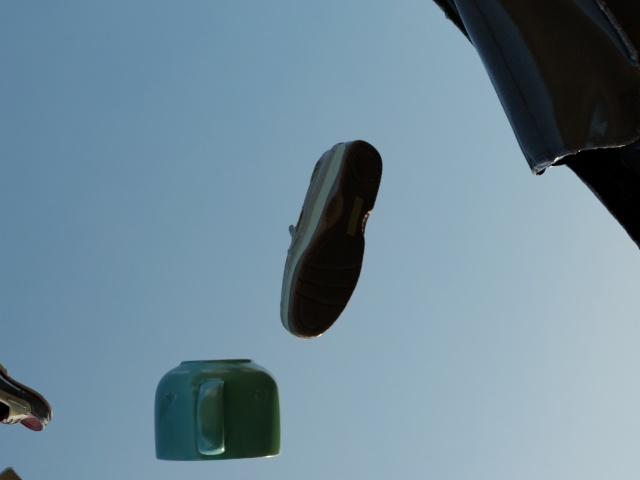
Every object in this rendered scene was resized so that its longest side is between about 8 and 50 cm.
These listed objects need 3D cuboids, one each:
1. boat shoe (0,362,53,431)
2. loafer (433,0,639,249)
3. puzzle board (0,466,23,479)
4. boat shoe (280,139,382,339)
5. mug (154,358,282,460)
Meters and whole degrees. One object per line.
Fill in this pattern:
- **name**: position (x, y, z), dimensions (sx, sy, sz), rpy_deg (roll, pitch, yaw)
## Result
- **boat shoe**: position (-0.321, 0.163, 1.059), dimensions (0.137, 0.049, 0.043), rpy_deg (60, -150, -47)
- **loafer**: position (0.110, -0.068, 0.432), dimensions (0.220, 0.080, 0.078), rpy_deg (41, -117, -13)
- **puzzle board**: position (-0.187, 0.196, 0.553), dimensions (0.128, 0.011, 0.096), rpy_deg (-38, -77, -12)
- **boat shoe**: position (0.000, 0.000, 0.953), dimensions (0.068, 0.072, 0.190), rpy_deg (34, -112, -35)
- **mug**: position (-0.097, 0.168, 1.050), dimensions (0.129, 0.157, 0.098), rpy_deg (4, -100, -34)
